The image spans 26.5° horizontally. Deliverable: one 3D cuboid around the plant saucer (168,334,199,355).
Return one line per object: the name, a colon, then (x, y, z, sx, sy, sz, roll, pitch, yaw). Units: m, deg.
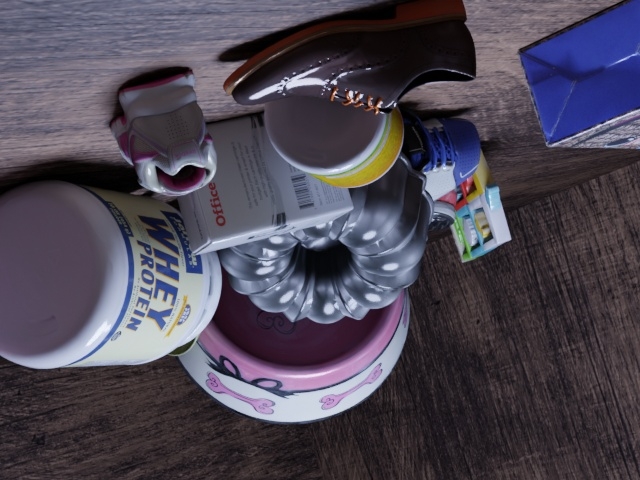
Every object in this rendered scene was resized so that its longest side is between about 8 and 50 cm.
plant saucer: (-0.239, 0.055, 2.064, 0.037, 0.241, 0.241, -21, 177, -36)

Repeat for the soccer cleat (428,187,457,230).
soccer cleat: (0.105, -0.080, 2.475, 0.318, 0.116, 0.108, -1, 160, 33)

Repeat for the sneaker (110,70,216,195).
sneaker: (-0.171, -0.098, 1.498, 0.103, 0.111, 0.252, -16, 174, -7)

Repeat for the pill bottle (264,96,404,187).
pill bottle: (0.025, -0.133, 1.599, 0.136, 0.136, 0.246, -18, 173, 9)

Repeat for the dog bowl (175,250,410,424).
dog bowl: (-0.047, 0.077, 2.165, 0.408, 0.408, 0.150, -16, 159, -13)

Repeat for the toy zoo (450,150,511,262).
toy zoo: (0.291, -0.071, 2.589, 0.030, 0.192, 0.293, -17, 173, -12)

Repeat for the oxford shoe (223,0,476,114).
oxford shoe: (0.035, -0.176, 1.424, 0.271, 0.098, 0.097, -17, 174, -5)

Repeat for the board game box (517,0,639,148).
board game box: (0.452, -0.228, 1.846, 0.232, 0.141, 0.291, -22, 169, 38)

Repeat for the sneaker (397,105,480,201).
sneaker: (0.131, -0.123, 2.017, 0.315, 0.127, 0.182, -11, 174, -31)

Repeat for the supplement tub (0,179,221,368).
supplement tub: (-0.291, 0.049, 1.805, 0.235, 0.235, 0.325, -20, 170, 20)

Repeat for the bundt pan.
bundt pan: (0.000, 0.000, 1.933, 0.331, 0.124, 0.331, 1, 137, 1)

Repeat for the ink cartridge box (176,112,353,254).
ink cartridge box: (-0.080, -0.079, 1.732, 0.203, 0.148, 0.086, -13, 173, -24)
